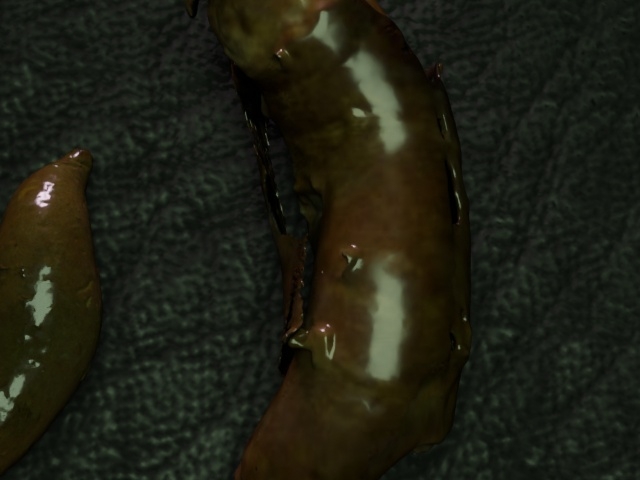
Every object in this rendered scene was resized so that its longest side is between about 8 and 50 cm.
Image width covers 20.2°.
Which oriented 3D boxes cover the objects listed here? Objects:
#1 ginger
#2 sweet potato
[{"bbox_3d":[0.013,-0.005,0.904,0.133,0.107,0.309,-5,80,-21],"label":"ginger"},{"bbox_3d":[-0.152,0.066,0.896,0.069,0.059,0.249,15,78,19],"label":"sweet potato"}]
